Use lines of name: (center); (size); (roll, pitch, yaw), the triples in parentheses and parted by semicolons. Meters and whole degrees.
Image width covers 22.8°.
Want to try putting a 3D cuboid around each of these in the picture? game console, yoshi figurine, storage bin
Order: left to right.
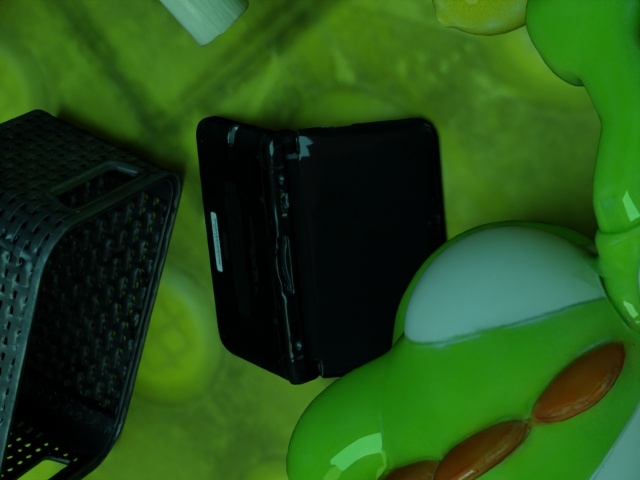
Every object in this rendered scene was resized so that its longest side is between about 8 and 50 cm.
storage bin: (-0.149, 0.040, 0.784); (0.084, 0.122, 0.180); (26, 117, 16)
game console: (0.000, 0.000, 0.760); (0.107, 0.071, 0.122); (18, 119, 54)
yoshi figurine: (0.147, -0.001, 0.616); (0.362, 0.203, 0.204); (-34, 57, 20)

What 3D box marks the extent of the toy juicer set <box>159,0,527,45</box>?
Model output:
toy juicer set: (0.020, -0.181, 0.651); (0.329, 0.089, 0.209); (-11, 119, 24)
